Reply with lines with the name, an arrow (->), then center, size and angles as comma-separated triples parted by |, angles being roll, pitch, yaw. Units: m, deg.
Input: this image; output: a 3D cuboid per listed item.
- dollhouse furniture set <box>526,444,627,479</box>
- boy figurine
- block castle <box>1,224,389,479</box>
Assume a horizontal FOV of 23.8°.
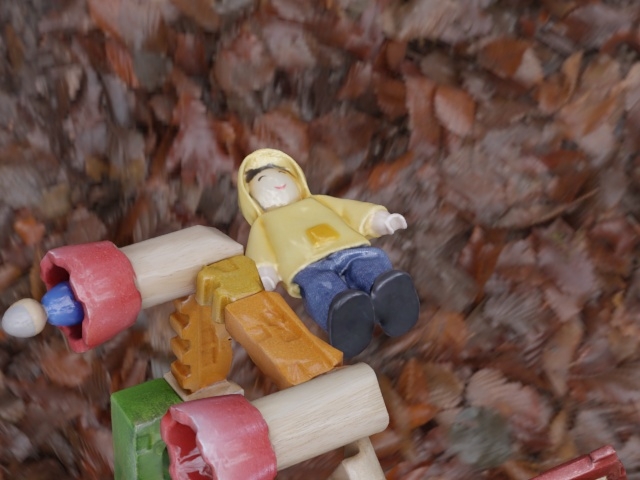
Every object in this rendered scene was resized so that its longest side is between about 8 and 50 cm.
dollhouse furniture set -> 0.315, 0.215, 1.092 | 0.374, 0.152, 0.201 | -26, 68, 8
boy figurine -> 0.000, 0.000, 1.571 | 0.177, 0.092, 0.285 | -22, 42, -14
block castle -> -0.112, 0.243, 1.237 | 0.212, 0.453, 0.303 | -17, 40, -27
